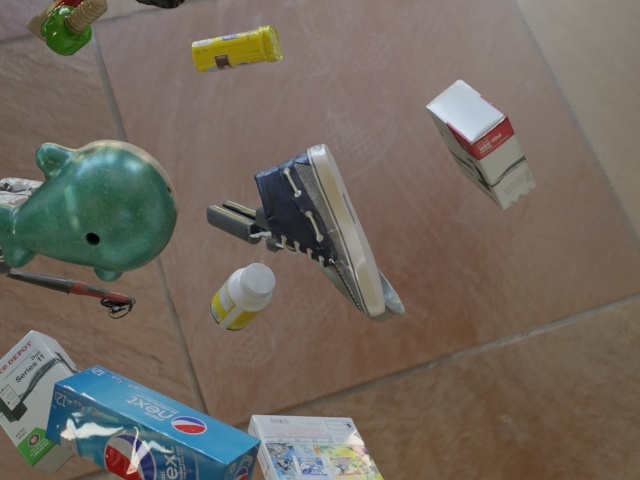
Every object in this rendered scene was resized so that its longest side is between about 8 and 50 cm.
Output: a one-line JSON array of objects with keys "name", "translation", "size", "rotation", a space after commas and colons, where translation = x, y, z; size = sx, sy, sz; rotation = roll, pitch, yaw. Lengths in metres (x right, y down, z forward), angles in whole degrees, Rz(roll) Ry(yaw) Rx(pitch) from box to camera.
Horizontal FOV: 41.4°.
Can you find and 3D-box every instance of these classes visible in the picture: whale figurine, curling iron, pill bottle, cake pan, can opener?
[{"name": "whale figurine", "translation": [-0.328, -0.023, 1.128], "size": [0.272, 0.216, 0.141], "rotation": [-13, 29, 11]}, {"name": "curling iron", "translation": [-0.512, 0.107, 1.751], "size": [0.274, 0.068, 0.035], "rotation": [20, 33, -32]}, {"name": "pill bottle", "translation": [-0.169, 0.123, 1.877], "size": [0.103, 0.184, 0.103], "rotation": [14, 56, -23]}, {"name": "cake pan", "translation": [0.064, 0.060, 1.794], "size": [0.054, 0.293, 0.293], "rotation": [-42, 75, 9]}, {"name": "can opener", "translation": [-0.119, -0.046, 1.601], "size": [0.076, 0.095, 0.283], "rotation": [-18, 26, -35]}]

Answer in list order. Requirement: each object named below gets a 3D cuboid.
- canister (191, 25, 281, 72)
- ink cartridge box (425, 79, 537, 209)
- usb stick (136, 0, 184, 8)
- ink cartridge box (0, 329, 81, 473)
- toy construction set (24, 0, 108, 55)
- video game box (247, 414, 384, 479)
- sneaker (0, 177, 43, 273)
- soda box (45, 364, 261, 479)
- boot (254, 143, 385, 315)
[{"name": "canister", "translation": [-0.177, -0.404, 1.804], "size": [0.170, 0.126, 0.073], "rotation": [-9, 99, 8]}, {"name": "ink cartridge box", "translation": [0.196, -0.114, 1.025], "size": [0.056, 0.135, 0.099], "rotation": [-39, 45, 0]}, {"name": "usb stick", "translation": [-0.184, -0.398, 1.056], "size": [0.077, 0.045, 0.277], "rotation": [13, 57, -14]}, {"name": "ink cartridge box", "translation": [-0.499, 0.287, 1.527], "size": [0.153, 0.087, 0.208], "rotation": [-45, 64, -6]}, {"name": "toy construction set", "translation": [-0.339, -0.212, 0.662], "size": [0.309, 0.237, 0.257], "rotation": [17, 56, -45]}, {"name": "video game box", "translation": [-0.009, 0.388, 1.515], "size": [0.205, 0.048, 0.187], "rotation": [7, 23, -23]}, {"name": "sneaker", "translation": [-0.511, -0.010, 1.359], "size": [0.094, 0.235, 0.153], "rotation": [6, 103, -8]}, {"name": "soda box", "translation": [-0.171, 0.201, 0.855], "size": [0.210, 0.071, 0.067], "rotation": [19, 104, 21]}, {"name": "boot", "translation": [0.000, 0.000, 0.898], "size": [0.086, 0.069, 0.189], "rotation": [-21, 86, 11]}]
